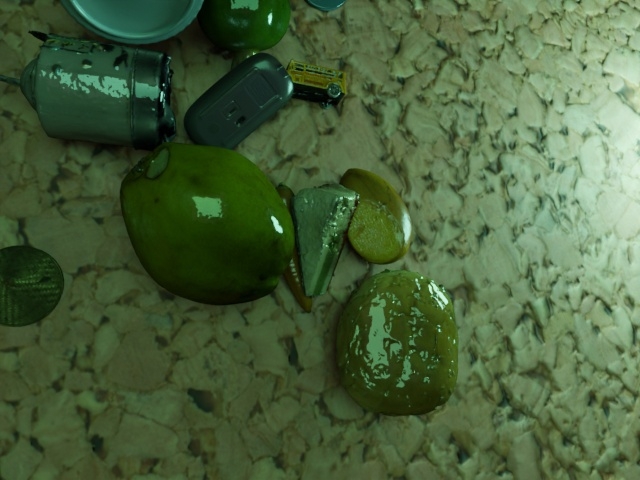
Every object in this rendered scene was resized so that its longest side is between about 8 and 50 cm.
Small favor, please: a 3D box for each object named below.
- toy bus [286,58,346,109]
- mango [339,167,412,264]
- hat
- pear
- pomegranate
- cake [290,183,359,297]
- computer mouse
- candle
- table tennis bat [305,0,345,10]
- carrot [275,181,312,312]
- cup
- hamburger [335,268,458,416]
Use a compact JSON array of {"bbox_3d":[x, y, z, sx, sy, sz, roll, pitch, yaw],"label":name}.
[{"bbox_3d":[-0.030,-0.337,1.047,0.162,0.069,0.074,7,78,-16],"label":"toy bus"},{"bbox_3d":[0.108,-0.053,1.025,0.141,0.102,0.217,-29,85,7],"label":"mango"},{"bbox_3d":[-0.527,0.075,0.839,0.146,0.067,0.146,3,80,-15],"label":"hat"},{"bbox_3d":[-0.193,-0.025,0.858,0.321,0.269,0.269,35,73,-20],"label":"pear"},{"bbox_3d":[-0.154,-0.428,0.984,0.187,0.187,0.225,-7,107,-17],"label":"pomegranate"},{"bbox_3d":[-0.015,-0.010,0.983,0.116,0.086,0.220,28,108,30],"label":"cake"},{"bbox_3d":[-0.162,-0.269,0.974,0.232,0.057,0.120,-40,119,4],"label":"computer mouse"},{"bbox_3d":[-0.422,-0.264,0.870,0.330,0.187,0.187,5,79,-12],"label":"candle"},{"bbox_3d":[0.028,-0.583,1.132,0.155,0.019,0.100,-19,86,-16],"label":"table tennis bat"},{"bbox_3d":[-0.066,0.016,0.987,0.062,0.066,0.271,-10,84,22],"label":"carrot"},{"bbox_3d":[-0.315,-0.535,0.865,0.331,0.257,0.311,1,58,-34],"label":"cup"},{"bbox_3d":[0.155,0.199,0.973,0.259,0.144,0.283,2,75,-13],"label":"hamburger"}]
